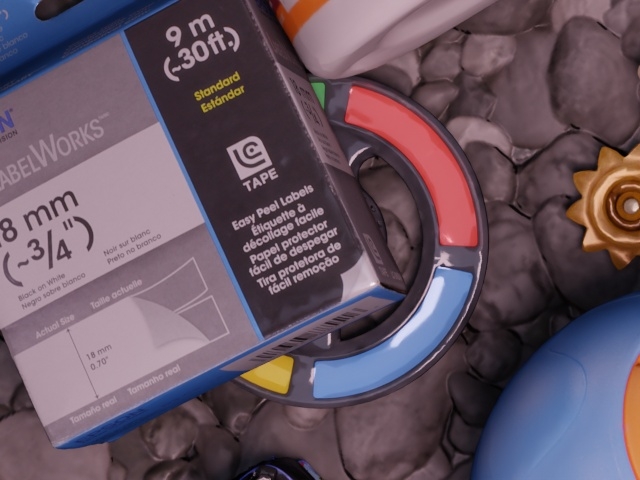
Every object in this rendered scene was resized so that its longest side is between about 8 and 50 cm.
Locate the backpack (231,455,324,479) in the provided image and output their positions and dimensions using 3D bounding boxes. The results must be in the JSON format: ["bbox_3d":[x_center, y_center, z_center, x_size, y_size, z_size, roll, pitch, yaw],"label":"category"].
[{"bbox_3d":[-0.041,0.249,1.218,0.173,0.117,0.158,-45,86,4],"label":"backpack"}]

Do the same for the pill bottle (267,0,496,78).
[{"bbox_3d":[-0.005,-0.320,1.162,0.224,0.224,0.392,-30,87,5],"label":"pill bottle"}]

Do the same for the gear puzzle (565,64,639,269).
[{"bbox_3d":[0.314,-0.091,1.222,0.339,0.044,0.175,-38,88,8],"label":"gear puzzle"}]

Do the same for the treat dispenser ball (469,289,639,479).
[{"bbox_3d":[0.232,0.167,1.103,0.288,0.288,0.288,0,90,6],"label":"treat dispenser ball"}]

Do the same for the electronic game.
[{"bbox_3d":[0.000,0.000,1.249,0.229,0.048,0.229,0,90,7],"label":"electronic game"}]

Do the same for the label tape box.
[{"bbox_3d":[-0.125,-0.063,1.203,0.241,0.106,0.333,-27,80,11],"label":"label tape box"}]
